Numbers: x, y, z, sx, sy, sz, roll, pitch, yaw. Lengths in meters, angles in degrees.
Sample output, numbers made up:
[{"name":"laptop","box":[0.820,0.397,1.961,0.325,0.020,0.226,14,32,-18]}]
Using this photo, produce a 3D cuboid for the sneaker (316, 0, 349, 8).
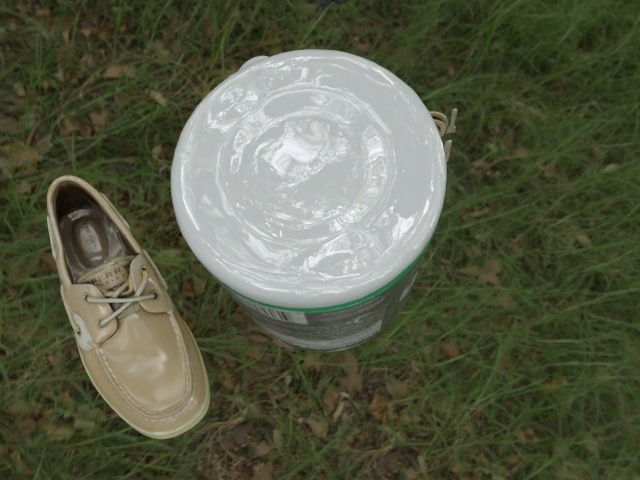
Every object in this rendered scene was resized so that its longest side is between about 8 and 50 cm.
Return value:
[{"name":"sneaker","box":[0.024,-0.337,0.482,0.097,0.135,0.276,17,67,-69]}]

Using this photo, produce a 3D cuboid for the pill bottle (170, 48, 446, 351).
[{"name":"pill bottle","box":[0.000,0.000,0.575,0.204,0.361,0.204,-1,73,3]}]

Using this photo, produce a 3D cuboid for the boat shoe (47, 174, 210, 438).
[{"name":"boat shoe","box":[-0.239,0.069,0.666,0.121,0.110,0.341,-28,63,-22]}]

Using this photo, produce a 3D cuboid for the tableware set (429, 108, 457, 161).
[{"name":"tableware set","box":[0.245,-0.218,1.325,0.128,0.194,0.039,-6,60,2]}]

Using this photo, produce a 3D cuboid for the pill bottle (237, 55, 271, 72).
[{"name":"pill bottle","box":[-0.035,-0.216,0.944,0.208,0.119,0.119,2,63,-52]}]
